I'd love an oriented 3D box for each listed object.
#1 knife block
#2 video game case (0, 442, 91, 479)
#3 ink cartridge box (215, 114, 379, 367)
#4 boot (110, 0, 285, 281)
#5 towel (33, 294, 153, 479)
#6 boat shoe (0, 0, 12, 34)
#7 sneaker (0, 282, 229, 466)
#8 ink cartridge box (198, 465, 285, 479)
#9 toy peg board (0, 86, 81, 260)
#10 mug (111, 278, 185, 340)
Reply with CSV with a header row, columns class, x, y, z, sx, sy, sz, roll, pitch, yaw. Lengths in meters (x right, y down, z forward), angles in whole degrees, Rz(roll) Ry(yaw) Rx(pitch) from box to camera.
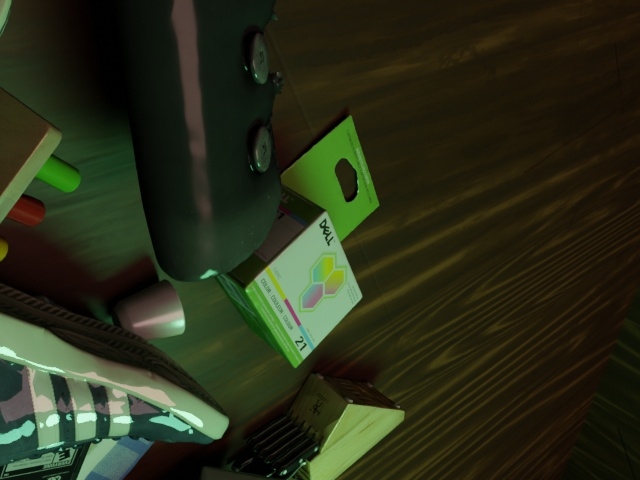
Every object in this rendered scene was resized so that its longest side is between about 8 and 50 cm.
class,x,y,z,sx,sy,sz,roll,pitch,yaw
knife block,-0.010,0.338,1.123,0.275,0.088,0.242,24,98,-54
video game case,-0.376,0.280,0.655,0.275,0.035,0.248,5,117,-47
ink cartridge box,0.000,0.000,0.874,0.255,0.097,0.189,-44,142,-16
boot,-0.121,-0.157,0.484,0.367,0.146,0.445,-61,160,-52
towel,-0.279,0.192,0.750,0.209,0.034,0.285,-49,143,-10
boat shoe,-0.364,-0.131,0.260,0.500,0.156,0.187,-8,79,-42
sneaker,-0.239,0.145,0.627,0.350,0.131,0.148,35,86,-40
ink cartridge box,-0.143,0.495,0.932,0.129,0.223,0.307,15,116,-14
toy peg board,-0.265,-0.039,0.501,0.161,0.161,0.079,-55,158,-3
mug,-0.187,0.087,0.758,0.064,0.062,0.078,-18,123,-31
